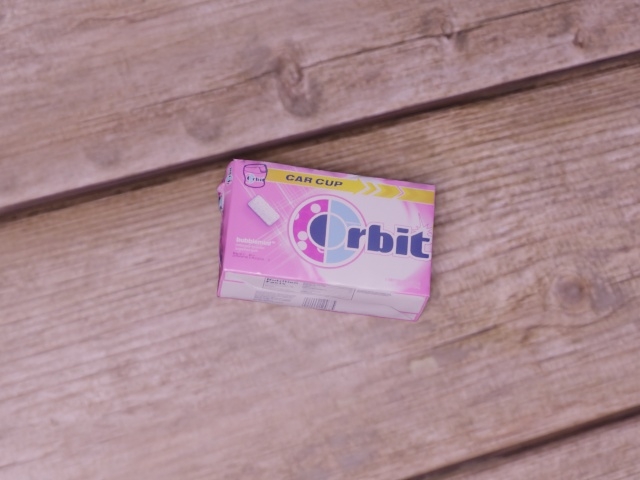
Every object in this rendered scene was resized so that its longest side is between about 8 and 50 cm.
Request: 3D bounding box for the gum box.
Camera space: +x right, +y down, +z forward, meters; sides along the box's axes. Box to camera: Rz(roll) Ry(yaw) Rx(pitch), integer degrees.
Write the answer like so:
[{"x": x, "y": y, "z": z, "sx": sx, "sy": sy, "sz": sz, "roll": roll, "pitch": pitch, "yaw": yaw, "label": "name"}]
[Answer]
[{"x": 0.000, "y": 0.000, "z": 1.464, "sx": 0.188, "sy": 0.062, "sz": 0.107, "roll": 7, "pitch": 65, "yaw": -6, "label": "gum box"}]
